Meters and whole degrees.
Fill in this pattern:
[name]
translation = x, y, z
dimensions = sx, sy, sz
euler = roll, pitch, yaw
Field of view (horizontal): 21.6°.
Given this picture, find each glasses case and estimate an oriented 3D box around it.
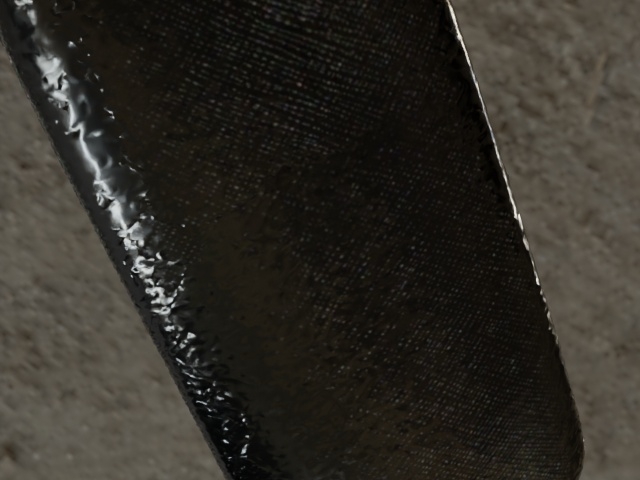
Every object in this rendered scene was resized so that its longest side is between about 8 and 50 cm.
[glasses case]
translation = 0.000, 0.000, 0.444
dimensions = 0.103, 0.067, 0.266
euler = -24, 127, -4
